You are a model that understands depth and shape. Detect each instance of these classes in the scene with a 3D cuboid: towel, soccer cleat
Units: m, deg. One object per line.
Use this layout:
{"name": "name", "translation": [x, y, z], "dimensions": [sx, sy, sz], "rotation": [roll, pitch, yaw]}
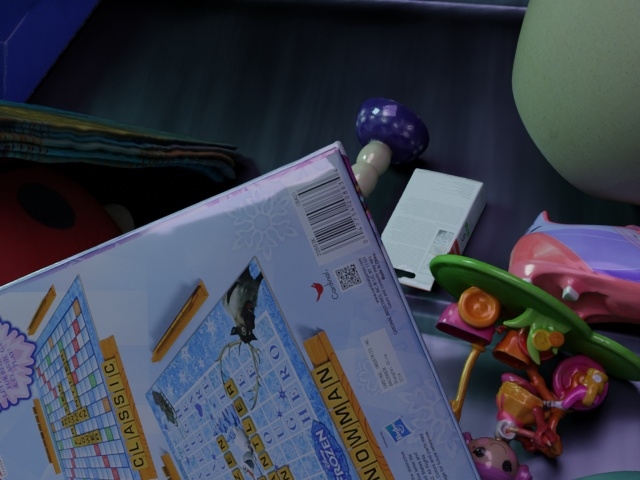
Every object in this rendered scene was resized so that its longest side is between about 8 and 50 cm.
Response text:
{"name": "towel", "translation": [-0.268, -0.095, 0.872], "dimensions": [0.271, 0.370, 0.040], "rotation": [13, 96, 24]}
{"name": "soccer cleat", "translation": [0.259, 0.030, 0.760], "dimensions": [0.248, 0.083, 0.095], "rotation": [8, 51, 26]}

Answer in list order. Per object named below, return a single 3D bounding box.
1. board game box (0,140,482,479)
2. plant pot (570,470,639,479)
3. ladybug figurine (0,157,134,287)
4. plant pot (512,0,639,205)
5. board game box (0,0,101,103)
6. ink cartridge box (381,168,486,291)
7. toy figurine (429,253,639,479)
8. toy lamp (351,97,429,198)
{"name": "board game box", "translation": [-0.071, 0.146, 0.657], "dimensions": [0.317, 0.066, 0.319], "rotation": [-22, 86, 2]}
{"name": "plant pot", "translation": [0.166, 0.254, 0.489], "dimensions": [0.293, 0.293, 0.235], "rotation": [-24, 35, -3]}
{"name": "ladybug figurine", "translation": [-0.341, 0.054, 0.805], "dimensions": [0.449, 0.162, 0.305], "rotation": [-31, 46, -34]}
{"name": "plant pot", "translation": [0.258, -0.135, 0.793], "dimensions": [0.191, 0.284, 0.284], "rotation": [-36, 40, 37]}
{"name": "board game box", "translation": [-0.431, -0.266, 1.159], "dimensions": [0.290, 0.141, 0.232], "rotation": [11, 57, 24]}
{"name": "ink cartridge box", "translation": [0.088, -0.004, 0.869], "dimensions": [0.062, 0.029, 0.115], "rotation": [15, 60, 26]}
{"name": "toy figurine", "translation": [0.119, 0.120, 0.731], "dimensions": [0.173, 0.130, 0.159], "rotation": [28, 77, 6]}
{"name": "toy lamp", "translation": [0.000, 0.000, 0.860], "dimensions": [0.080, 0.080, 0.275], "rotation": [16, 60, 27]}
